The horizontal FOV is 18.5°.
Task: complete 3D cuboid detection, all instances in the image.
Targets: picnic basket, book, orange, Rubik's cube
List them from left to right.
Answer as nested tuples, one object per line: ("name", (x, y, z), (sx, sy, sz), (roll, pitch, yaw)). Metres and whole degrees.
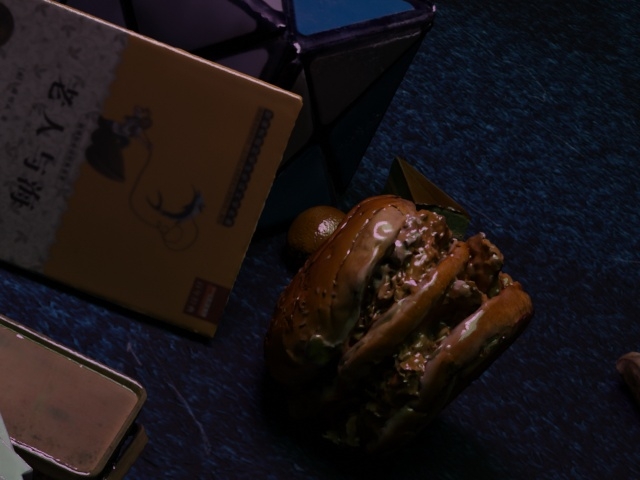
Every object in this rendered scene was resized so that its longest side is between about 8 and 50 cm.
("picnic basket", (-0.289, 0.160, 1.632), (0.266, 0.139, 0.165), (25, 29, 1))
("book", (-0.241, -0.090, 1.977), (0.389, 0.269, 0.032), (20, 2, -5))
("Rubik's cube", (-0.096, -0.205, 2.205), (0.310, 0.307, 0.305), (40, 30, 23))
("orange", (0.000, 0.000, 2.185), (0.085, 0.085, 0.085), (18, 29, -11))

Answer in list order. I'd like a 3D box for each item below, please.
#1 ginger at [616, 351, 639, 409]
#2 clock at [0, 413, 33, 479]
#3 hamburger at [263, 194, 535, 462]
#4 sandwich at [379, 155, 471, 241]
("ginger", (0.440, 0.174, 2.222), (0.213, 0.074, 0.137), (8, 42, -20))
("clock", (-0.299, 0.181, 1.399), (0.166, 0.235, 0.309), (-15, 63, -18))
("hamburger", (0.063, 0.091, 1.937), (0.211, 0.260, 0.245), (42, 74, 1))
("sandwich", (0.123, -0.038, 2.336), (0.074, 0.074, 0.116), (11, 30, -19))
